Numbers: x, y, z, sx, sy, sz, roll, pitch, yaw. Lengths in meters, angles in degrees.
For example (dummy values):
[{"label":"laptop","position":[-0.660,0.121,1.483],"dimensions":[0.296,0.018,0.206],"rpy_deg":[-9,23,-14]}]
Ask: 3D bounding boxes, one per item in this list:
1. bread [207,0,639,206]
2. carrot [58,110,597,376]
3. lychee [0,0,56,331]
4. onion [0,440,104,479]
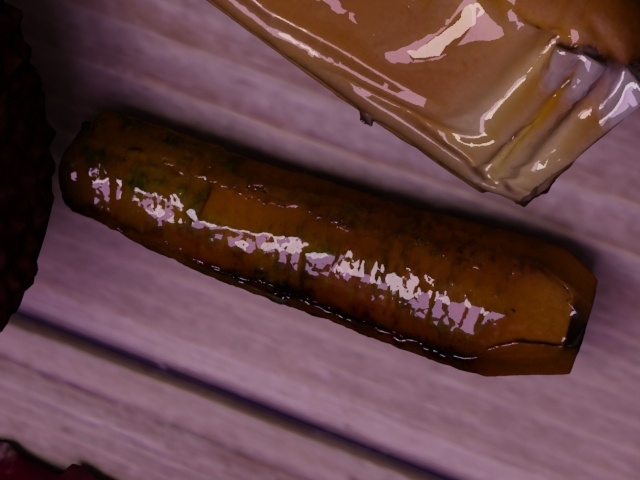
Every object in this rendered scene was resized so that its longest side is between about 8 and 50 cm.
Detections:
[{"label":"bread","position":[0.027,-0.130,0.672],"dimensions":[0.241,0.136,0.107],"rpy_deg":[37,124,-2]},{"label":"carrot","position":[0.000,0.000,0.801],"dimensions":[0.260,0.070,0.070],"rpy_deg":[20,124,10]},{"label":"lychee","position":[-0.241,-0.038,0.774],"dimensions":[0.271,0.236,0.235],"rpy_deg":[20,128,39]},{"label":"onion","position":[-0.203,0.251,0.975],"dimensions":[0.314,0.146,0.280],"rpy_deg":[38,120,0]}]
